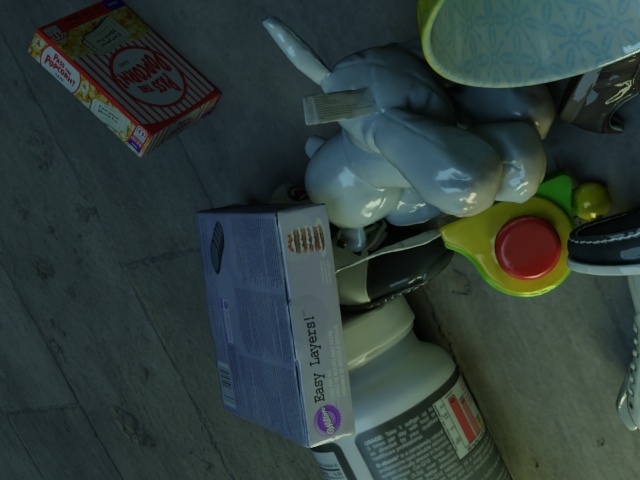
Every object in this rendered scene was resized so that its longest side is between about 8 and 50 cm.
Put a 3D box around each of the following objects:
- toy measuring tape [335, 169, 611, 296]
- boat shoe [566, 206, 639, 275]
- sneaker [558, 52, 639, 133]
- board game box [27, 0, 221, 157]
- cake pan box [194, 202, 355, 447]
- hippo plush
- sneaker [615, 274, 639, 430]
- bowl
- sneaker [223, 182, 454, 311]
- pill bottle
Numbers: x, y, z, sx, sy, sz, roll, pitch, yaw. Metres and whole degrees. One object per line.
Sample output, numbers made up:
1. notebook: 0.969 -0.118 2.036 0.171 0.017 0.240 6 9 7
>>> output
1. toy measuring tape: 0.163 0.027 1.129 0.330 0.121 0.121 -23 105 9
2. boat shoe: 0.380 -0.037 0.996 0.303 0.114 0.091 -13 106 19
3. sneaker: 0.301 -0.186 1.007 0.071 0.066 0.188 21 133 -2
4. board game box: -0.241 -0.207 1.288 0.193 0.147 0.045 43 132 4
5. cake pan box: -0.057 0.091 1.175 0.246 0.070 0.266 0 99 65
6. hippo plush: 0.083 -0.076 1.079 0.234 0.294 0.236 66 151 28
7. sneaker: 0.363 0.144 1.124 0.123 0.106 0.290 -12 111 35
8. bowl: 0.201 -0.262 0.836 0.289 0.289 0.156 -30 66 41
9. sneaker: 0.000 0.000 1.269 0.331 0.122 0.146 -4 117 35
10. pill bottle: 0.103 0.255 1.287 0.210 0.210 0.363 -23 95 40
